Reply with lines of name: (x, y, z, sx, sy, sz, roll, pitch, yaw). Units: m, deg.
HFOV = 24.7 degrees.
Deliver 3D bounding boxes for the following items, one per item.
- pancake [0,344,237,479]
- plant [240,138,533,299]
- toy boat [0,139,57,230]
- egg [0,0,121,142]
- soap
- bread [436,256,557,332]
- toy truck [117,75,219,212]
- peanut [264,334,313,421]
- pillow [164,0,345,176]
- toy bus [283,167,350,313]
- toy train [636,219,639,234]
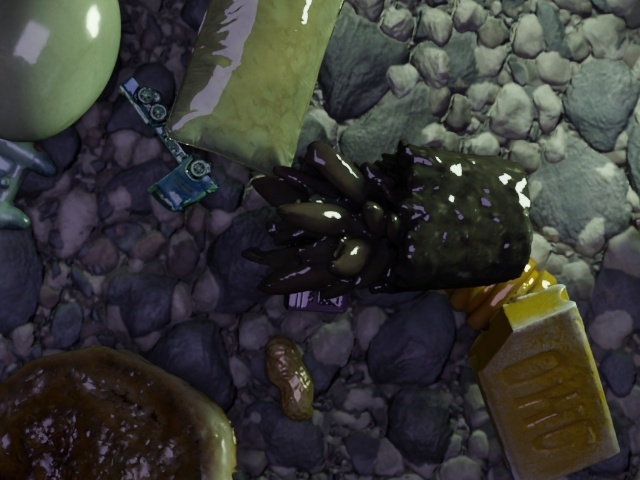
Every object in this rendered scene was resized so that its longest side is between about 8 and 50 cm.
pancake: (-0.270, 0.287, 1.734, 0.356, 0.065, 0.356, -3, 70, 9)
plant: (0.074, -0.023, 1.699, 0.321, 0.194, 0.181, 2, 81, -14)
toy boat: (-0.433, -0.097, 1.791, 0.208, 0.079, 0.134, 29, 91, -4)
egg: (-0.336, -0.236, 1.741, 0.186, 0.186, 0.253, 29, 87, -3)
soap: (0.269, 0.180, 1.785, 0.140, 0.073, 0.232, -22, 117, -1)
bread: (0.214, 0.054, 1.826, 0.177, 0.084, 0.119, 42, 87, 2)
toy truck: (-0.202, -0.117, 1.809, 0.081, 0.067, 0.175, -36, 91, 2)
peanut: (-0.039, 0.173, 1.826, 0.054, 0.054, 0.113, -21, 91, -3)
pillow: (-0.068, -0.239, 1.799, 0.185, 0.075, 0.302, 20, 86, -29)
toy bus: (0.000, 0.000, 1.812, 0.098, 0.087, 0.178, 6, 92, -5)
toy train: (0.508, 0.046, 1.821, 0.177, 0.134, 0.261, -14, 90, 5)
